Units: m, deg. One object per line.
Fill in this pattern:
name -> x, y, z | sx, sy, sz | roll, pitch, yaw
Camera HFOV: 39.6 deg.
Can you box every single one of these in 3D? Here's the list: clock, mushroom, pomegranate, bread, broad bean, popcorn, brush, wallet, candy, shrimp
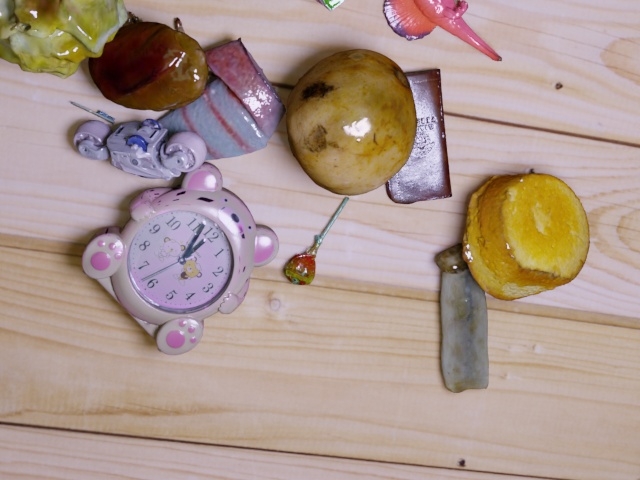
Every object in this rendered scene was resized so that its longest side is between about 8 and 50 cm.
clock -> -0.255, 0.027, 1.669 | 0.309, 0.114, 0.284 | -41, 102, 1
mushroom -> 0.287, 0.156, 1.789 | 0.100, 0.081, 0.312 | -6, 107, -4
pomegranate -> 0.055, -0.206, 1.584 | 0.260, 0.260, 0.260 | -2, 102, -7
bread -> 0.394, -0.016, 1.700 | 0.268, 0.146, 0.268 | 6, 77, -29
broad bean -> -0.299, -0.305, 1.564 | 0.228, 0.122, 0.156 | 2, 96, 19
popcorn -> -0.472, -0.425, 1.454 | 0.312, 0.312, 0.312 | -2, 102, -7
brush -> -0.417, -0.238, 1.639 | 0.084, 0.016, 0.013 | 24, 85, -12
wallet -> 0.179, -0.197, 1.720 | 0.137, 0.031, 0.255 | -9, 103, -6
candy -> 0.000, 0.000, 1.734 | 0.060, 0.060, 0.201 | 33, 89, -13
shrimp -> -0.295, -0.386, 1.622 | 0.083, 0.023, 0.114 | -41, 109, -1

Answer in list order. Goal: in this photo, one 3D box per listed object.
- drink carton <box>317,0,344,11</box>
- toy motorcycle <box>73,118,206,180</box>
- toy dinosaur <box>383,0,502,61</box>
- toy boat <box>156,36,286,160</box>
drink carton -> 0.002, -0.562, 1.554 | 0.161, 0.108, 0.271 | -34, 119, 3
toy motorcycle -> -0.326, -0.159, 1.607 | 0.254, 0.112, 0.112 | 8, 102, 15
toy dinosaur -> 0.210, -0.411, 1.671 | 0.139, 0.070, 0.286 | -36, 107, 11
toy boat -> -0.213, -0.222, 1.636 | 0.282, 0.096, 0.206 | -32, 96, 8
